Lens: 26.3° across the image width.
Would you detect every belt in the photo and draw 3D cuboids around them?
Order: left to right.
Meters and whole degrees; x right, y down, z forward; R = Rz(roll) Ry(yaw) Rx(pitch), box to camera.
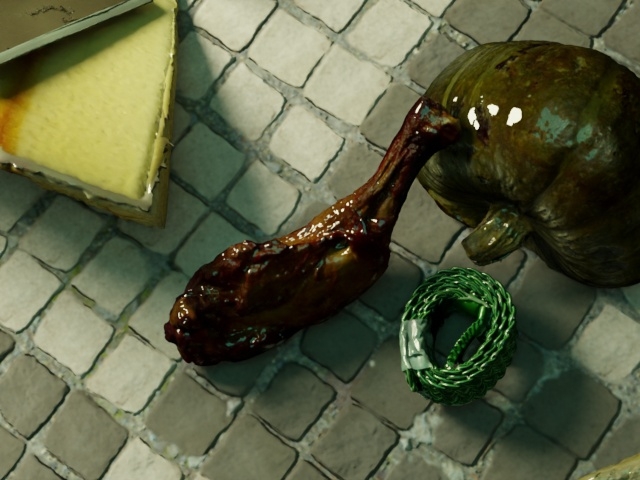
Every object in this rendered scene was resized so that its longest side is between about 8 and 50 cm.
[{"bbox_3d":[0.147,0.109,1.474,0.121,0.079,0.151,18,66,19],"label":"belt"}]

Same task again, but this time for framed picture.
[{"bbox_3d":[-0.355,-0.279,1.533,0.216,0.016,0.273,37,46,22],"label":"framed picture"}]

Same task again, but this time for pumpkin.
[{"bbox_3d":[0.232,-0.083,1.441,0.325,0.232,0.242,28,81,14],"label":"pumpkin"}]

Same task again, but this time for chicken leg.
[{"bbox_3d":[0.000,0.000,1.462,0.407,0.158,0.096,-39,47,17],"label":"chicken leg"}]

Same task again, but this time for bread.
[{"bbox_3d":[-0.307,-0.223,1.523,0.345,0.242,0.405,9,78,0],"label":"bread"}]

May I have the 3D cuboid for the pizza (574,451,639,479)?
[{"bbox_3d":[0.357,0.293,1.427,0.262,0.034,0.181,-29,74,-4],"label":"pizza"}]
